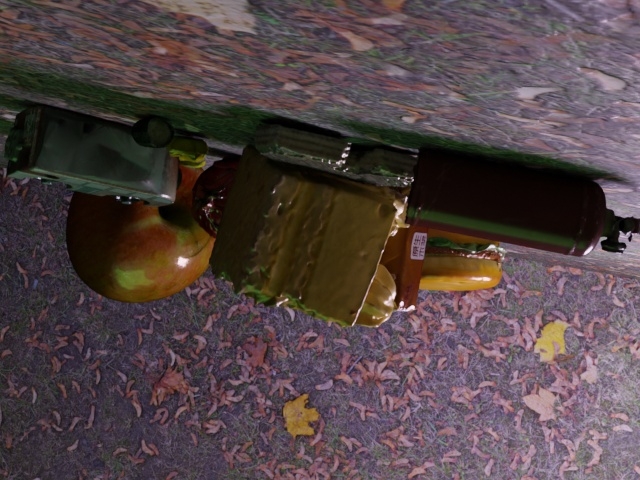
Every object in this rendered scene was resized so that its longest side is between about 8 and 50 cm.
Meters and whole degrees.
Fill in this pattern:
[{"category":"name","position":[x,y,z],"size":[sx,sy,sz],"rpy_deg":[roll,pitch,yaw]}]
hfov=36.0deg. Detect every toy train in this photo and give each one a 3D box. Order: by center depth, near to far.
[{"category":"toy train","position":[-0.381,-0.144,1.728],"size":[0.326,0.129,0.159],"rpy_deg":[13,171,-32]}]

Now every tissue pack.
[{"category":"tissue pack","position":[0.092,-0.001,1.689],"size":[0.183,0.226,0.092],"rpy_deg":[10,-179,38]}]

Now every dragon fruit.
[{"category":"dragon fruit","position":[-0.157,-0.077,1.869],"size":[0.209,0.172,0.172],"rpy_deg":[2,-175,-42]}]

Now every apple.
[{"category":"apple","position":[-0.392,-0.030,2.151],"size":[0.339,0.340,0.339],"rpy_deg":[11,178,0]}]

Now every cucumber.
[{"category":"cucumber","position":[-0.267,-0.169,1.531],"size":[0.048,0.048,0.105],"rpy_deg":[12,180,-32]}]

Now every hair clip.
[{"category":"hair clip","position":[-0.221,-0.153,1.677],"size":[0.072,0.046,0.173],"rpy_deg":[8,179,2]}]

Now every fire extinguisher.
[{"category":"fire extinguisher","position":[0.285,-0.044,1.328],"size":[0.337,0.106,0.147],"rpy_deg":[12,-170,1]}]

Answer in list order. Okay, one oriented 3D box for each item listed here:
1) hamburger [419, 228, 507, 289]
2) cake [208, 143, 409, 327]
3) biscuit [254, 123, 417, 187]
[{"category":"hamburger","position":[0.262,0.012,2.023],"size":[0.246,0.170,0.246],"rpy_deg":[0,171,0]},{"category":"cake","position":[0.000,0.000,1.550],"size":[0.286,0.227,0.222],"rpy_deg":[14,-167,-20]},{"category":"biscuit","position":[0.021,-0.118,1.383],"size":[0.250,0.046,0.147],"rpy_deg":[12,178,-28]}]
